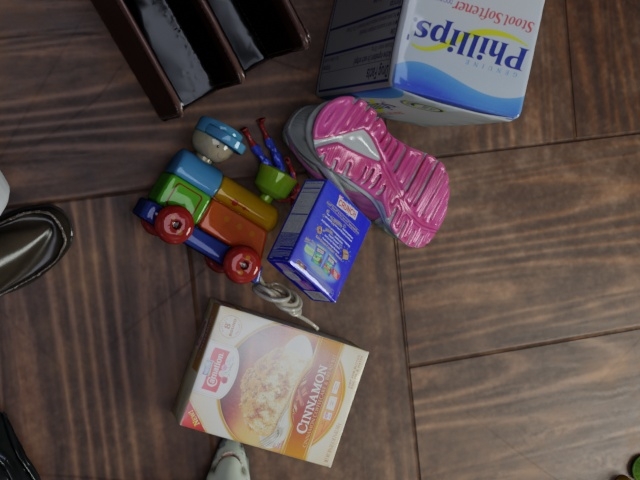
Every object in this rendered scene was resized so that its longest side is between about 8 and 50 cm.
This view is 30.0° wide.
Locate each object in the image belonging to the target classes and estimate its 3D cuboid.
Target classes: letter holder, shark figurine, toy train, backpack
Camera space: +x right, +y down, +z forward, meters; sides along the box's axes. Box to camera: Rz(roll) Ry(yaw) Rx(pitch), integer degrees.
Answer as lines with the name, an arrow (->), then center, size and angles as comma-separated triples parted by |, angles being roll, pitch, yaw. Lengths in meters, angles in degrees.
letter holder -> -0.160, -0.292, 1.231 | 0.152, 0.214, 0.302 | -32, 102, -12
shark figurine -> -0.173, 0.359, 1.342 | 0.278, 0.116, 0.166 | -29, 68, -20
toy train -> -0.070, -0.020, 1.333 | 0.248, 0.105, 0.143 | 31, 86, -19
backpack -> -0.358, 0.260, 1.280 | 0.101, 0.098, 0.120 | -25, 102, 17

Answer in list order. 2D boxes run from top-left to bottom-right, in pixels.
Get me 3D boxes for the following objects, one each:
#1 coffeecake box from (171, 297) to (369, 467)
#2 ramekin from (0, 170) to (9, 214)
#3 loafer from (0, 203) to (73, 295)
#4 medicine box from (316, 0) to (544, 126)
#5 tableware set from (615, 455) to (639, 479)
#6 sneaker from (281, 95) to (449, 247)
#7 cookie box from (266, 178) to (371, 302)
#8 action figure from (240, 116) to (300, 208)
coffeecake box -> -0.058, 0.163, 1.372 | 0.185, 0.068, 0.142 | 19, 90, -16
ramekin -> -0.433, -0.020, 1.148 | 0.277, 0.277, 0.135 | -42, 111, -9
loafer -> -0.361, 0.035, 1.268 | 0.220, 0.078, 0.080 | -31, 102, -12
medicine box -> 0.125, -0.280, 1.289 | 0.149, 0.263, 0.289 | 11, 91, -17
tableware set -> 0.433, 0.360, 1.556 | 0.104, 0.024, 0.154 | -39, 102, -13
sneaker -> 0.053, -0.085, 1.372 | 0.252, 0.111, 0.103 | 43, 76, -37
cookie box -> 0.000, 0.000, 1.323 | 0.092, 0.040, 0.107 | 43, 63, -39
action figure -> -0.052, -0.083, 1.377 | 0.038, 0.030, 0.115 | -31, 105, -15
